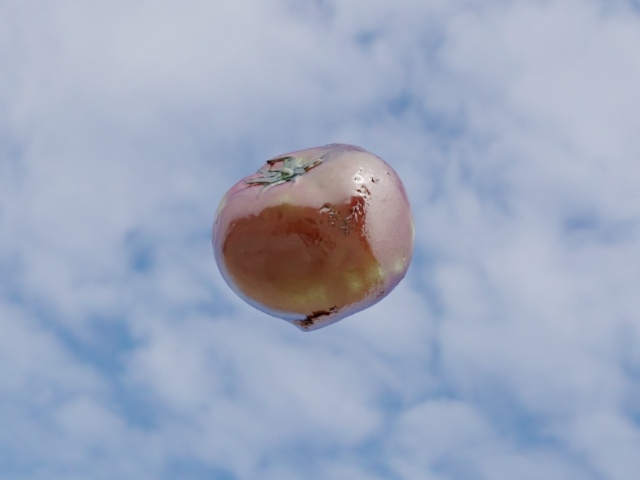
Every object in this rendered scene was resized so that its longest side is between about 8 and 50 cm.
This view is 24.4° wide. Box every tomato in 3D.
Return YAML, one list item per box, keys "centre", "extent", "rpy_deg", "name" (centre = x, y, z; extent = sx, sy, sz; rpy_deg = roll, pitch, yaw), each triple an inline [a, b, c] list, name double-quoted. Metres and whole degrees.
- centre: [0.000, 0.000, 0.633]
  extent: [0.087, 0.087, 0.075]
  rpy_deg: [-12, -71, 28]
  name: "tomato"
